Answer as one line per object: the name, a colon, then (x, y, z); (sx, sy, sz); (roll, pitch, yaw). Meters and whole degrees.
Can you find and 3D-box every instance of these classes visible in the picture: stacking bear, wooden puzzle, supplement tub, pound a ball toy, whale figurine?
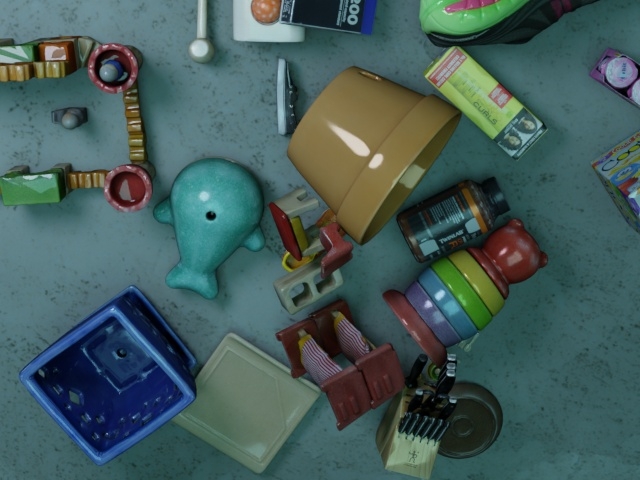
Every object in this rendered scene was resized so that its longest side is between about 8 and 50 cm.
stacking bear: (0.279, 0.082, 1.956); (0.289, 0.164, 0.175); (-38, 86, 2)
wooden puzzle: (-0.148, 0.319, 2.084); (0.221, 0.044, 0.239); (34, 107, -9)
supplement tub: (0.246, -0.044, 1.947); (0.197, 0.106, 0.106); (-27, 103, 8)
pound a ball toy: (-0.127, -0.459, 1.822); (0.208, 0.136, 0.319); (2, 105, 0)
whale figurine: (-0.207, -0.016, 1.938); (0.216, 0.141, 0.272); (19, 105, -5)

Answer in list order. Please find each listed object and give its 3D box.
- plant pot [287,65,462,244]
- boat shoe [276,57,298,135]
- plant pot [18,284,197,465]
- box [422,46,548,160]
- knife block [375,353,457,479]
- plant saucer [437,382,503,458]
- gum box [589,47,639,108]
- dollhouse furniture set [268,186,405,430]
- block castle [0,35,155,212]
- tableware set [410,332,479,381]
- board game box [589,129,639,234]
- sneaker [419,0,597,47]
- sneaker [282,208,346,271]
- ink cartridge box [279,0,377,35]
plant pot: (0.079, -0.165, 1.840); (0.203, 0.291, 0.291); (37, 103, 7)
boat shoe: (-0.060, -0.261, 1.923); (0.040, 0.049, 0.142); (-2, 112, -5)
plant pot: (-0.377, 0.235, 1.971); (0.236, 0.212, 0.236); (-36, 102, 10)
box: (0.298, -0.253, 1.913); (0.232, 0.058, 0.087); (42, 104, -10)
knife block: (0.184, 0.307, 1.974); (0.088, 0.276, 0.242); (15, 94, -3)
plant saucer: (0.279, 0.363, 2.092); (0.168, 0.029, 0.169); (0, 108, 0)
gum box: (0.573, -0.269, 1.882); (0.188, 0.107, 0.062); (32, 103, -8)
dollhouse furniture set: (-0.001, 0.121, 1.880); (0.152, 0.201, 0.374); (-29, 123, -14)
block castle: (-0.524, -0.196, 1.856); (0.453, 0.213, 0.303); (-3, 105, 2)
tableware set: (0.231, 0.215, 2.059); (0.104, 0.024, 0.154); (34, 103, -8)
board game box: (0.593, -0.091, 1.843); (0.144, 0.275, 0.142); (-34, 102, 9)
sneaker: (0.380, -0.454, 1.812); (0.482, 0.202, 0.185); (-16, 81, -11)
sneaker: (0.000, 0.000, 1.980); (0.064, 0.067, 0.175); (43, 100, -8)
ink cartridge box: (0.036, -0.460, 1.805); (0.208, 0.045, 0.206); (-1, 105, -38)
